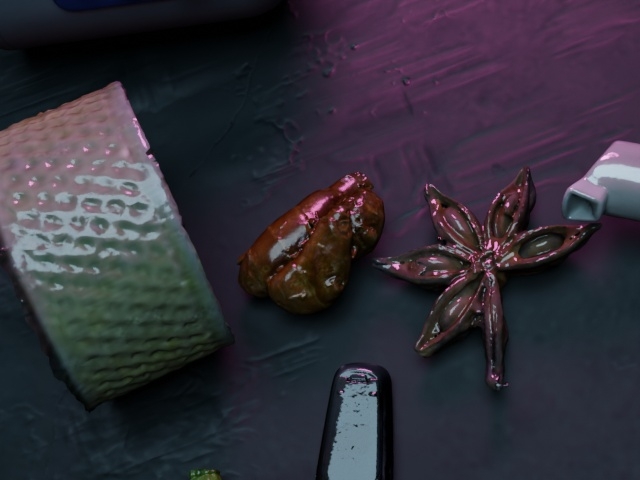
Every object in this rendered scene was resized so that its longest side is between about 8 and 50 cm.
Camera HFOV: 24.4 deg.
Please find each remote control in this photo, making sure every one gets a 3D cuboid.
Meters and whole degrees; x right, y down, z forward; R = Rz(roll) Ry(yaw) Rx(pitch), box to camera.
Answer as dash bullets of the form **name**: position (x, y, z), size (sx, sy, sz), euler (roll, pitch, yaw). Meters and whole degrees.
- **remote control**: position (0.029, 0.217, 1.332), size (0.072, 0.042, 0.222), euler (2, 71, 11)

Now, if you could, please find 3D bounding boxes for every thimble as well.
- **thimble**: position (-0.192, 0.006, 1.322), size (0.150, 0.271, 0.270), euler (-24, 69, -4)

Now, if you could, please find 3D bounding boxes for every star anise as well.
- **star anise**: position (0.147, 0.021, 1.379), size (0.172, 0.063, 0.208), euler (29, 80, 21)

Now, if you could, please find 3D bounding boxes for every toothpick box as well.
- **toothpick box**: position (-0.167, -0.312, 1.442), size (0.355, 0.263, 0.263), euler (-6, 70, 5)

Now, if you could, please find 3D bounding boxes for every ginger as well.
- **ginger**: position (0.000, 0.000, 1.385), size (0.162, 0.073, 0.103), euler (-46, 42, -9)

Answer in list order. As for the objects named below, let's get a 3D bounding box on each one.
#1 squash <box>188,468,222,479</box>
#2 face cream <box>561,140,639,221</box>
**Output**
- **squash**: position (-0.128, 0.298, 1.314), size (0.066, 0.066, 0.201), euler (12, 73, 12)
- **face cream**: position (0.405, -0.031, 1.310), size (0.370, 0.145, 0.145), euler (12, 73, 11)
